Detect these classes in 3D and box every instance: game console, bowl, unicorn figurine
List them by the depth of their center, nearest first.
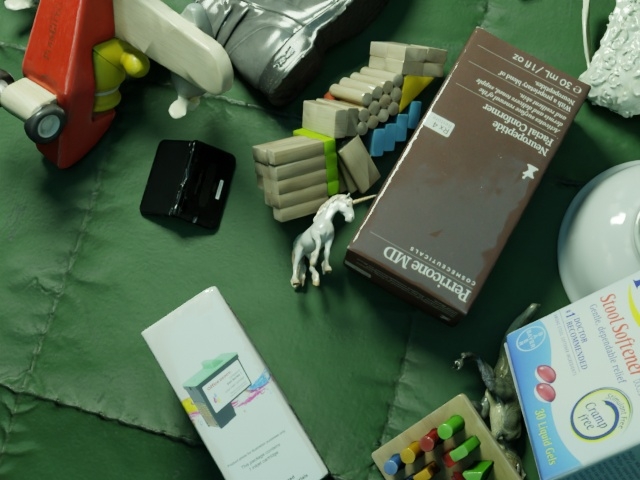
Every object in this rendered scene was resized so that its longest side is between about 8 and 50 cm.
[{"bbox_3d":[0.492,0.009,1.294,0.297,0.134,0.298,0,76,1],"label":"bowl"},{"bbox_3d":[0.000,0.000,1.310,0.060,0.162,0.111,26,54,-35],"label":"unicorn figurine"},{"bbox_3d":[-0.200,-0.085,1.401,0.107,0.071,0.122,20,76,-24],"label":"game console"}]

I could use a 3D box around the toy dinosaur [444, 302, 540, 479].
[{"bbox_3d":[0.237,0.211,1.289,0.118,0.064,0.268,11,76,-11],"label":"toy dinosaur"}]

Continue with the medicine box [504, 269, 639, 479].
[{"bbox_3d":[0.404,0.183,1.131,0.289,0.263,0.149,-30,119,19],"label":"medicine box"}]

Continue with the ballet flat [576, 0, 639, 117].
[{"bbox_3d":[0.464,-0.389,1.377,0.147,0.147,0.409,12,87,5],"label":"ballet flat"}]

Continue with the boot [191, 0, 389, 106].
[{"bbox_3d":[-0.041,-0.389,1.423,0.222,0.118,0.338,41,76,16],"label":"boot"}]

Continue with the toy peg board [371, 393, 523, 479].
[{"bbox_3d":[0.163,0.317,1.225,0.160,0.079,0.161,-38,76,18],"label":"toy peg board"}]

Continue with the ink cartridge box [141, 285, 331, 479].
[{"bbox_3d":[-0.106,0.220,1.224,0.117,0.201,0.278,-31,77,-6],"label":"ink cartridge box"}]

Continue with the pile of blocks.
[{"bbox_3d":[0.038,-0.169,1.381,0.362,0.149,0.112,-40,35,-17],"label":"pile of blocks"}]

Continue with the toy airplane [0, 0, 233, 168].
[{"bbox_3d":[-0.309,-0.334,1.327,0.384,0.272,0.386,-19,87,35],"label":"toy airplane"}]

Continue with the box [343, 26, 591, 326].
[{"bbox_3d":[0.206,-0.090,1.324,0.191,0.143,0.381,29,80,6],"label":"box"}]
